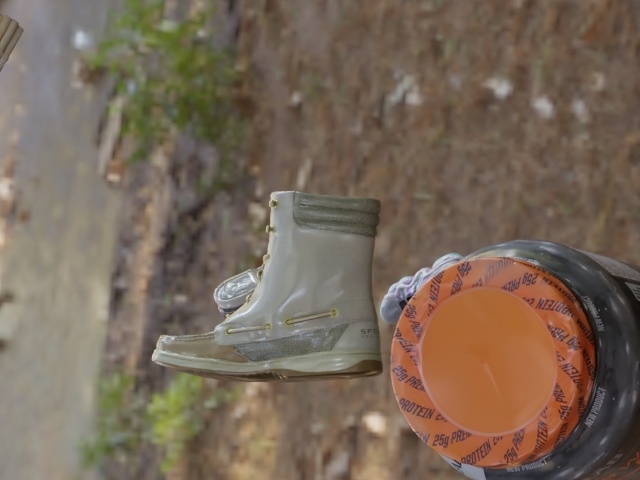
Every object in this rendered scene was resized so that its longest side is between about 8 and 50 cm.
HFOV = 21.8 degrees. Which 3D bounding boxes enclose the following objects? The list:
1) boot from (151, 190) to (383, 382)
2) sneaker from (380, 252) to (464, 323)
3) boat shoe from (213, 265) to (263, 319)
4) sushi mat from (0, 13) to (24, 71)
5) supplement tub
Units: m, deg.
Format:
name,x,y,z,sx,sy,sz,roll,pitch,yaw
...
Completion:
name,x,y,z,sx,sy,sz,roll,pitch,yaw
boot,-0.046,0.041,1.455,0.213,0.077,0.165,-3,81,23
sneaker,0.100,0.052,1.566,0.098,0.038,0.069,-38,15,8
boat shoe,-0.037,0.060,2.208,0.075,0.206,0.065,-116,6,-57
sushi mat,-0.336,-0.049,1.100,0.316,0.151,0.019,-63,17,-13
supplement tub,0.206,0.110,1.414,0.207,0.338,0.207,-4,83,30
